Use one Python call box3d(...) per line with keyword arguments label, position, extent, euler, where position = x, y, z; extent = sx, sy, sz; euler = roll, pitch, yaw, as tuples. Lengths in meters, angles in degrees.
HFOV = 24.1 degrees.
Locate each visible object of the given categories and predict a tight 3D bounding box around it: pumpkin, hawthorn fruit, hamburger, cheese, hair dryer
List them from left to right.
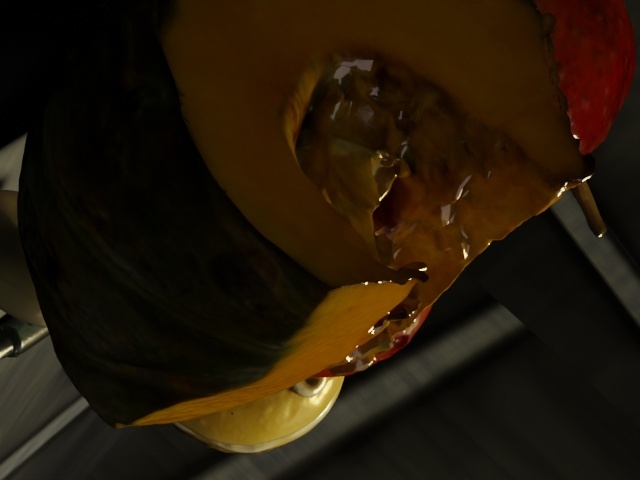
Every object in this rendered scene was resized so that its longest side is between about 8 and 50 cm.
box3d(label="cheese", position=(-0.180, 0.013, 0.871), extent=(0.048, 0.092, 0.171), euler=(-54, 175, 14))
box3d(label="hair dryer", position=(-0.234, 0.070, 1.282), extent=(0.195, 0.050, 0.173), euler=(-40, 171, -40))
box3d(label="hamburger", position=(-0.082, 0.093, 1.763), extent=(0.186, 0.261, 0.303), euler=(106, 8, -73))
box3d(label="pumpkin", position=(-0.024, -0.049, 0.831), extent=(0.303, 0.256, 0.225), euler=(-15, 156, -45))
box3d(label="hawthorn fruit", position=(0.138, -0.137, 1.240), extent=(0.287, 0.330, 0.287), euler=(-38, -176, 3))

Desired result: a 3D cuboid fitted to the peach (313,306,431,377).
box3d(label="peach", position=(0.000, 0.000, 1.500), extent=(0.281, 0.281, 0.238), euler=(-49, 177, 9))
